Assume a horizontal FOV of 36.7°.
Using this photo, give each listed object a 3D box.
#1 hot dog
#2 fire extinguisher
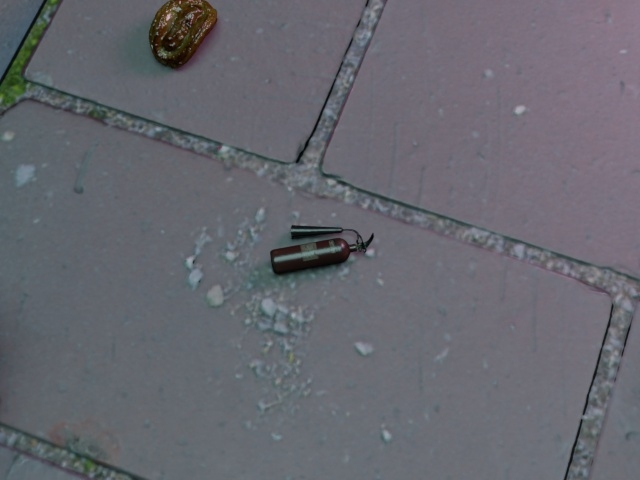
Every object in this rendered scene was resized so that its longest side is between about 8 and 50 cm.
[{"bbox_3d":[-0.145,-0.222,1.014,0.058,0.035,0.083,29,74,8],"label":"hot dog"},{"bbox_3d":[0.001,0.003,0.933,0.100,0.032,0.046,-11,36,-1],"label":"fire extinguisher"}]
